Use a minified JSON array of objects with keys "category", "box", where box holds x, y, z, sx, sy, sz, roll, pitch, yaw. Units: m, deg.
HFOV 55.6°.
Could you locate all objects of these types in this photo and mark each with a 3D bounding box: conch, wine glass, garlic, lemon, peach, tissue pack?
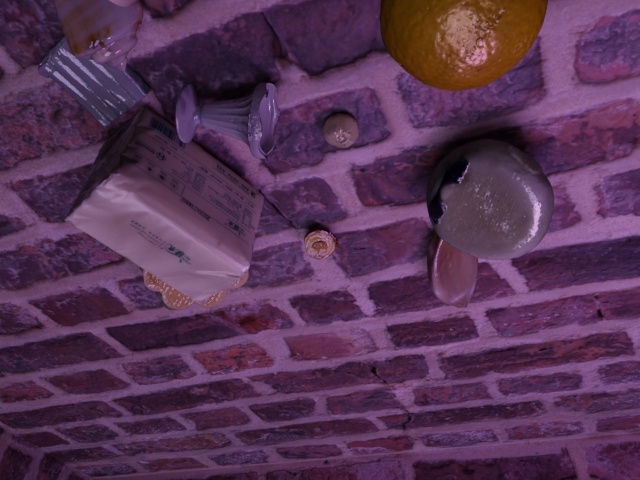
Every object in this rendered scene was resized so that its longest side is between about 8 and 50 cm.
[{"category":"conch","box":[-0.432,-0.431,1.137,0.158,0.127,0.255,-21,132,12]},{"category":"wine glass","box":[-0.197,-0.264,1.302,0.197,0.164,0.164,7,139,4]},{"category":"garlic","box":[0.354,0.060,1.646,0.143,0.112,0.318,-17,132,-8]},{"category":"lemon","box":[0.234,-0.391,1.019,0.293,0.293,0.293,3,139,3]},{"category":"peach","box":[-0.001,0.000,1.655,0.098,0.061,0.098,-5,121,-8]},{"category":"tissue pack","box":[-0.338,-0.078,1.398,0.207,0.297,0.380,-34,121,31]}]

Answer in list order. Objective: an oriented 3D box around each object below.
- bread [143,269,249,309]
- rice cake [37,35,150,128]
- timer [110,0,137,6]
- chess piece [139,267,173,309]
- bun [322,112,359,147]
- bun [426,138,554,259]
[{"category":"bread","box":[-0.338,0.053,1.668,0.316,0.054,0.315,-10,119,-18]},{"category":"rice cake","box":[-0.490,-0.353,1.317,0.189,0.037,0.198,-27,130,31]},{"category":"timer","box":[-0.260,-0.524,1.005,0.266,0.175,0.175,-18,134,18]},{"category":"chess piece","box":[-0.455,0.064,1.734,0.145,0.144,0.251,-13,129,20]},{"category":"bun","box":[0.046,-0.242,1.372,0.086,0.054,0.086,3,140,2]},{"category":"bun","box":[0.398,-0.106,1.398,0.293,0.187,0.293,19,131,23]}]
